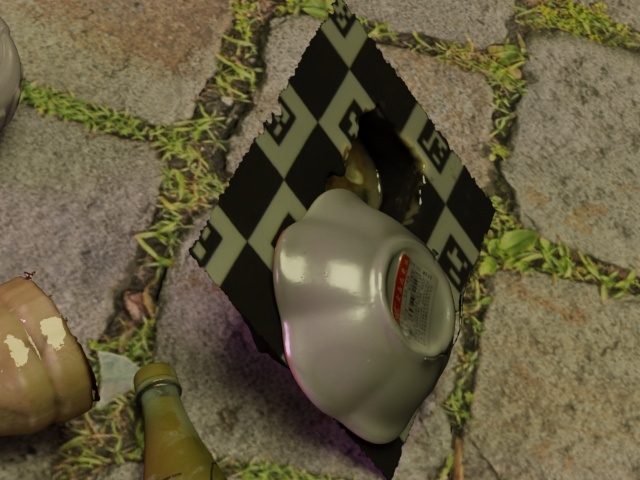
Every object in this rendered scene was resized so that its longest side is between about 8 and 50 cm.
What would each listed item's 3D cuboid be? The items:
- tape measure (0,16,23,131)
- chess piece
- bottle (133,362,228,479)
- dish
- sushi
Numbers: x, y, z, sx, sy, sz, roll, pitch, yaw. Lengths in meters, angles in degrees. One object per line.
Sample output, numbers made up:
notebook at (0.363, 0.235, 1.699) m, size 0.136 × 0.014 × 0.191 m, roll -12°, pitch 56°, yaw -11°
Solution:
tape measure at (-0.379, -0.161, 1.634) m, size 0.236 × 0.120 × 0.197 m, roll 32°, pitch 44°, yaw 3°
chess piece at (-0.335, 0.144, 1.386) m, size 0.301 × 0.137 × 0.137 m, roll -28°, pitch 63°, yaw -25°
bottle at (-0.107, 0.211, 1.424) m, size 0.083 × 0.083 × 0.269 m, roll 0°, pitch 45°, yaw -21°
dish at (0.060, 0.058, 1.530) m, size 0.229 × 0.081 × 0.229 m, roll 22°, pitch 61°, yaw -45°
sushi at (0.000, 0.000, 1.628) m, size 0.296 × 0.100 × 0.373 m, roll 51°, pitch 42°, yaw -25°
